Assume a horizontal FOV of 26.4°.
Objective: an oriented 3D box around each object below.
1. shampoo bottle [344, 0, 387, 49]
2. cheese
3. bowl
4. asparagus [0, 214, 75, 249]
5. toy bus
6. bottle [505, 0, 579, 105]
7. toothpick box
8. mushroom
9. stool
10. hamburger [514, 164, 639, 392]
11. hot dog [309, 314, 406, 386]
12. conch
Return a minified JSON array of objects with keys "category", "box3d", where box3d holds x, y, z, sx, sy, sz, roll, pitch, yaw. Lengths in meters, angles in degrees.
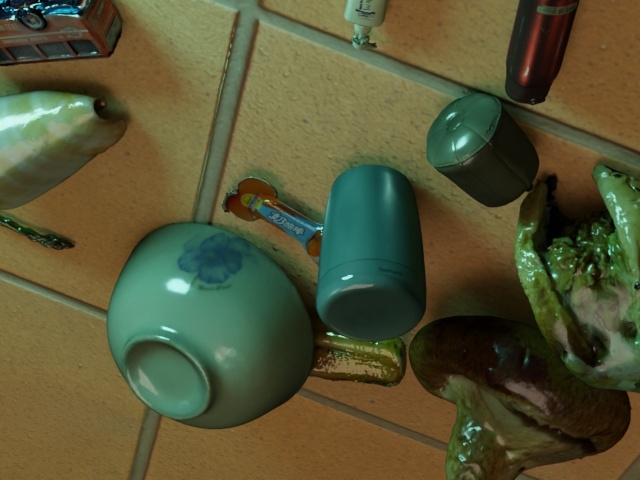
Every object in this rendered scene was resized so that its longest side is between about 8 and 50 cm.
[{"category":"shampoo bottle","box3d":[0.046,-0.244,1.357,0.049,0.034,0.141,11,141,2]},{"category":"cheese","box3d":[0.000,0.000,1.662,0.256,0.037,0.106,29,140,-10]},{"category":"bowl","box3d":[-0.165,0.136,1.746,0.289,0.146,0.289,13,123,21]},{"category":"asparagus","box3d":[-0.440,-0.034,1.842,0.232,0.023,0.022,24,-174,-3]},{"category":"toy bus","box3d":[-0.338,-0.238,1.515,0.234,0.074,0.096,-2,143,26]},{"category":"bottle","box3d":[0.211,-0.200,1.315,0.060,0.060,0.164,15,142,8]},{"category":"toothpick box","box3d":[0.057,0.009,1.524,0.120,0.184,0.120,1,143,1]},{"category":"mushroom","box3d":[0.232,0.197,1.633,0.267,0.255,0.267,3,140,3]},{"category":"stool","box3d":[0.172,-0.092,1.432,0.096,0.096,0.110,-18,133,39]},{"category":"hamburger","box3d":[0.333,0.068,1.480,0.167,0.192,0.288,-20,127,28]},{"category":"hot dog","box3d":[-0.022,0.133,1.808,0.288,0.068,0.083,11,118,20]},{"category":"conch","box3d":[-0.363,-0.104,1.632,0.255,0.127,0.158,-12,133,34]}]
